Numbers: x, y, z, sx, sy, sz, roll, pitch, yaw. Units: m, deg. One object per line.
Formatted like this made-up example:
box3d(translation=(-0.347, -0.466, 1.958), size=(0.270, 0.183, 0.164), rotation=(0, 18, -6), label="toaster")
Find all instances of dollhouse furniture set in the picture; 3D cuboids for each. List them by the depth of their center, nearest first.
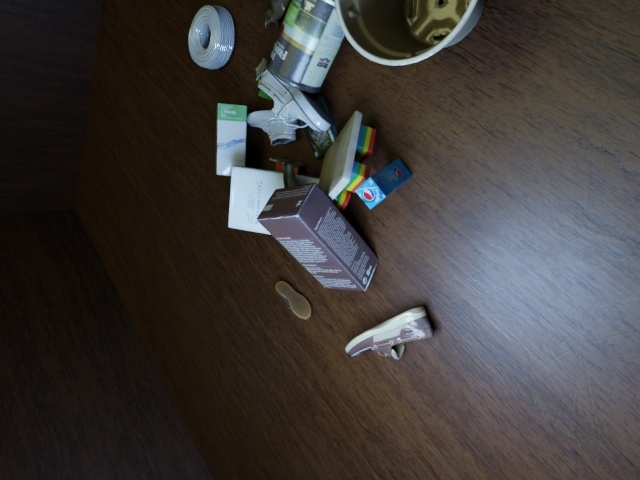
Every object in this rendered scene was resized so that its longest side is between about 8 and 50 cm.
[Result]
box3d(translation=(-0.193, -0.194, 1.629), size=(0.259, 0.135, 0.262), rotation=(24, 114, 39), label="dollhouse furniture set")
box3d(translation=(-0.214, -0.637, 1.648), size=(0.076, 0.058, 0.152), rotation=(-33, 55, 50), label="dollhouse furniture set")

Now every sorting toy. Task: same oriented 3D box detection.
box3d(translation=(0.078, -0.225, 1.323), size=(0.255, 0.089, 0.258), rotation=(136, 150, -59), label="sorting toy")

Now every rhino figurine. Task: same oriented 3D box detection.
box3d(translation=(-0.144, -0.869, 1.505), size=(0.243, 0.073, 0.107), rotation=(-40, 67, 42), label="rhino figurine")

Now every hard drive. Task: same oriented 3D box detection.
box3d(translation=(-0.156, -0.134, 1.531), size=(0.352, 0.047, 0.233), rotation=(10, 107, 6), label="hard drive")

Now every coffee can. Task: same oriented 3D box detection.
box3d(translation=(-0.033, -0.654, 1.347), size=(0.202, 0.201, 0.276), rotation=(49, 126, 26), label="coffee can")

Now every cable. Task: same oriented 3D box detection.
box3d(translation=(-0.476, -0.881, 1.808), size=(0.257, 0.089, 0.258), rotation=(31, 117, 36), label="cable")

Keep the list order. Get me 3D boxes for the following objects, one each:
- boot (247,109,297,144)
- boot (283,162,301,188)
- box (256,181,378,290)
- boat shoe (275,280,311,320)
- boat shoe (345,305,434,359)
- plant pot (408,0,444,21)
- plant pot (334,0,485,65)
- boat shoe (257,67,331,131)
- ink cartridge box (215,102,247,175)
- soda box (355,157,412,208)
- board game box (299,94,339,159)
box3d(translation=(-0.194, -0.432, 1.613), size=(0.258, 0.095, 0.124), rotation=(6, 95, 42), label="boot")
box3d(translation=(-0.039, -0.161, 1.453), size=(0.083, 0.161, 0.247), rotation=(-106, 4, -75), label="boot")
box3d(translation=(0.000, 0.000, 1.329), size=(0.191, 0.381, 0.143), rotation=(-1, 53, 44), label="box")
box3d(translation=(-0.102, 0.246, 1.676), size=(0.207, 0.073, 0.073), rotation=(46, 163, 32), label="boat shoe")
box3d(translation=(0.219, 0.328, 1.344), size=(0.342, 0.123, 0.123), rotation=(-37, 71, 35), label="boat shoe")
box3d(translation=(0.256, -0.709, 1.177), size=(0.236, 0.032, 0.237), rotation=(9, 103, 42), label="plant pot")
box3d(translation=(0.250, -0.587, 0.988), size=(0.333, 0.305, 0.335), rotation=(11, 112, 30), label="plant pot")
box3d(translation=(-0.114, -0.458, 1.440), size=(0.156, 0.135, 0.367), rotation=(-48, 64, 18), label="boat shoe")
box3d(translation=(-0.371, -0.414, 1.719), size=(0.201, 0.116, 0.279), rotation=(-133, 46, -69), label="ink cartridge box")
box3d(translation=(0.188, -0.168, 1.210), size=(0.071, 0.210, 0.067), rotation=(51, 131, 1), label="soda box")
box3d(translation=(-0.004, -0.401, 1.486), size=(0.126, 0.026, 0.186), rotation=(-31, 75, 42), label="board game box")
